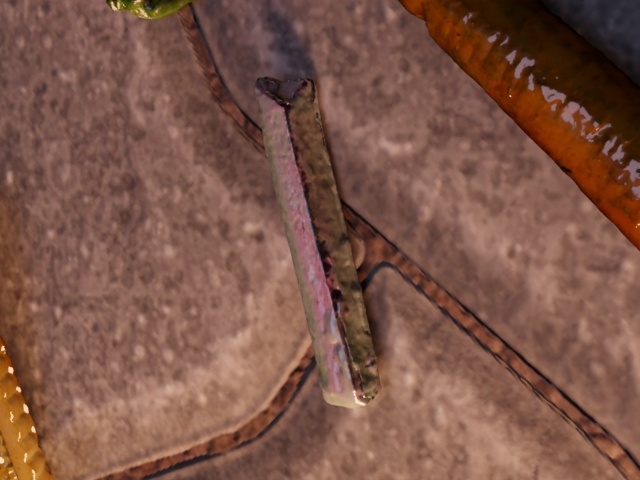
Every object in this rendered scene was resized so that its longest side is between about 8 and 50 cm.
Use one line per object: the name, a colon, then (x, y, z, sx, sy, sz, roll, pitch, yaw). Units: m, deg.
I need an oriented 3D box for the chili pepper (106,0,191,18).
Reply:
chili pepper: (-0.107, -0.155, 0.815, 0.083, 0.022, 0.027, -2, 133, 32)

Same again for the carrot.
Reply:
carrot: (0.114, -0.093, 0.666, 0.314, 0.066, 0.066, 48, 122, 17)

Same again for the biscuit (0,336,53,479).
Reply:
biscuit: (-0.304, 0.090, 0.953, 0.172, 0.029, 0.254, -3, 114, 27)

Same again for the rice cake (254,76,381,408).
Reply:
rice cake: (-0.001, 0.000, 0.775, 0.033, 0.033, 0.208, -10, 95, 44)
